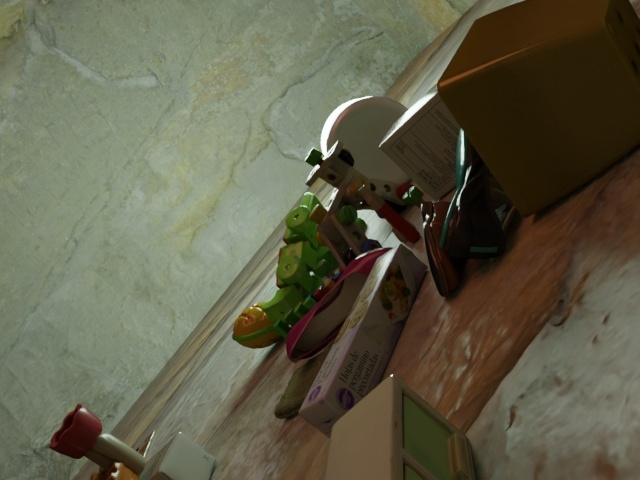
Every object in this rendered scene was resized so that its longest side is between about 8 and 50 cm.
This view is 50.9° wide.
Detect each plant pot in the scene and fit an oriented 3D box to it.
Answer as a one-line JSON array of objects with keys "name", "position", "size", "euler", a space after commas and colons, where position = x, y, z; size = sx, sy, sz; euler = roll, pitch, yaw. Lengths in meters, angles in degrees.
[{"name": "plant pot", "position": [0.301, -0.192, 0.829], "size": [0.187, 0.212, 0.212], "euler": [-22, 25, 42]}]

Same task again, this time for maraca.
[{"name": "maraca", "position": [-0.115, 0.185, 1.528], "size": [0.185, 0.099, 0.127], "euler": [-23, 12, -2]}]

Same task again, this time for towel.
[{"name": "towel", "position": [-0.016, 0.229, 1.083], "size": [0.148, 0.027, 0.110], "euler": [-39, 14, 43]}]

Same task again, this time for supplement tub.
[{"name": "supplement tub", "position": [0.122, -0.247, 1.723], "size": [0.235, 0.235, 0.325], "euler": [-48, 10, 6]}]

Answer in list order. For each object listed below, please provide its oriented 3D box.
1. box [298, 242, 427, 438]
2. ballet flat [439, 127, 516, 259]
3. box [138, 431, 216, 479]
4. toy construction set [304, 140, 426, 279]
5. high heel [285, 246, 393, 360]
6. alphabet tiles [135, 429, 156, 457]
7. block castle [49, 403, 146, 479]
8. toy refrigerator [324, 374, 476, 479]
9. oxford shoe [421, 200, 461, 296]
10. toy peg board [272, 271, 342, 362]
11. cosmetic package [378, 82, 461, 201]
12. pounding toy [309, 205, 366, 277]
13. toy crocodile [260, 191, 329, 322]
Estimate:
[{"name": "box", "position": [0.070, 0.132, 0.963], "size": [0.067, 0.063, 0.324], "euler": [-41, 12, 46]}, {"name": "ballet flat", "position": [0.230, -0.067, 0.952], "size": [0.281, 0.096, 0.095], "euler": [-70, -13, -45]}, {"name": "box", "position": [-0.319, 0.484, 1.244], "size": [0.275, 0.094, 0.113], "euler": [-45, 10, 23]}, {"name": "toy construction set", "position": [0.059, -0.081, 1.339], "size": [0.257, 0.237, 0.309], "euler": [-51, 10, -14]}, {"name": "high heel", "position": [0.037, 0.106, 1.110], "size": [0.244, 0.082, 0.117], "euler": [-37, 9, 18]}, {"name": "alphabet tiles", "position": [-0.399, 0.487, 1.278], "size": [0.198, 0.009, 0.237], "euler": [-48, 10, 8]}, {"name": "block castle", "position": [-0.452, 0.480, 1.000], "size": [0.303, 0.212, 0.453], "euler": [-48, 18, 10]}, {"name": "toy refrigerator", "position": [0.063, 0.224, 0.506], "size": [0.094, 0.102, 0.269], "euler": [-46, 9, 19]}, {"name": "oxford shoe", "position": [0.187, 0.000, 0.965], "size": [0.076, 0.076, 0.212], "euler": [-7, 33, 11]}, {"name": "toy peg board", "position": [-0.007, 0.127, 1.292], "size": [0.161, 0.079, 0.161], "euler": [-40, 13, 43]}, {"name": "cosmetic package", "position": [0.271, -0.229, 1.210], "size": [0.309, 0.160, 0.113], "euler": [-39, 12, 41]}, {"name": "pounding toy", "position": [0.000, 0.000, 1.681], "size": [0.237, 0.110, 0.183], "euler": [-38, 14, 48]}, {"name": "toy crocodile", "position": [-0.050, 0.034, 1.526], "size": [0.105, 0.115, 0.341], "euler": [-14, 48, 30]}]
